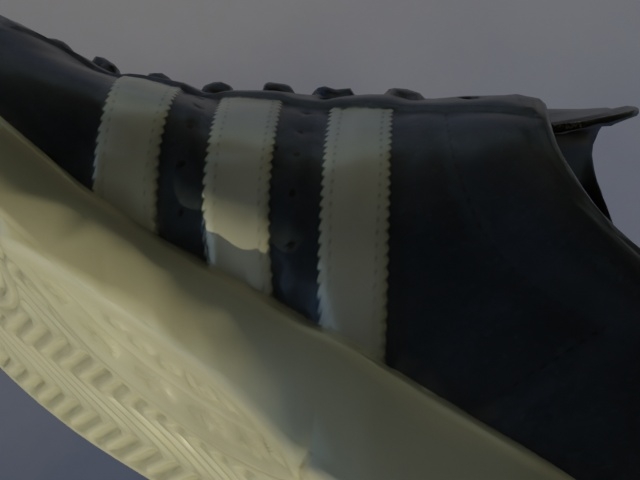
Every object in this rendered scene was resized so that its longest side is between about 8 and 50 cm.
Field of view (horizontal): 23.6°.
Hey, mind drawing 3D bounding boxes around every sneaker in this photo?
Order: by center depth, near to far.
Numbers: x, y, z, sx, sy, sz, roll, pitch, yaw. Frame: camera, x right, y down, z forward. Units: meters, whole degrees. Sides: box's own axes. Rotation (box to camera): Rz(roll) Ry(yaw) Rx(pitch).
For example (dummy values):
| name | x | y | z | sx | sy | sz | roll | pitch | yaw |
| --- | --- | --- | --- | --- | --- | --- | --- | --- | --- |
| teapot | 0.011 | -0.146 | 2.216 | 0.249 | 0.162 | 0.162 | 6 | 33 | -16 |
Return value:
| name | x | y | z | sx | sy | sz | roll | pitch | yaw |
| --- | --- | --- | --- | --- | --- | --- | --- | --- | --- |
| sneaker | 0.000 | 0.000 | 0.435 | 0.350 | 0.131 | 0.148 | 34 | -116 | 27 |
